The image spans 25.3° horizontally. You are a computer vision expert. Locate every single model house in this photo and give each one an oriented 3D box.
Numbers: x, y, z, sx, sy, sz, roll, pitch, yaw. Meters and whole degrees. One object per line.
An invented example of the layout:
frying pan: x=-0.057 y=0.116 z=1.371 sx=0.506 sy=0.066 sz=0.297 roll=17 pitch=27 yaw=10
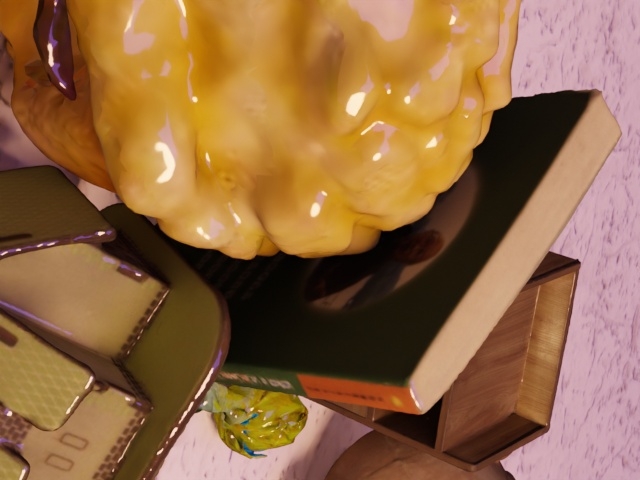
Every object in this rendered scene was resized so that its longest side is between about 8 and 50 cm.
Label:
model house: x=-0.234 y=0.042 z=0.870 sx=0.278 sy=0.218 sz=0.205 roll=28 pitch=96 yaw=-37

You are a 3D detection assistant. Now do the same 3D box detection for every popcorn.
popcorn: x=-0.060 y=-0.161 z=0.876 sx=0.381 sy=0.349 sz=0.349 roll=23 pitch=86 yaw=-47

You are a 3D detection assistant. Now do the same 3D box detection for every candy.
candy: x=-0.097 y=0.124 z=1.188 sx=0.077 sy=0.073 sz=0.262 roll=-44 pitch=144 yaw=8

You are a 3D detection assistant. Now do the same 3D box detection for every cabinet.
cabinet: x=0.098 y=0.082 z=1.320 sx=0.148 sy=0.215 sz=0.175 roll=-15 pitch=118 yaw=-51

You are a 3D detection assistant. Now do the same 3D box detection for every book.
book: x=0.000 y=0.000 z=0.999 sx=0.260 sy=0.371 sz=0.043 roll=-52 pitch=123 yaw=-28

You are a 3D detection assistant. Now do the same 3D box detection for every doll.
doll: x=0.103 y=0.309 z=1.448 sx=0.235 sy=0.174 sz=0.330 roll=-20 pitch=137 yaw=0
